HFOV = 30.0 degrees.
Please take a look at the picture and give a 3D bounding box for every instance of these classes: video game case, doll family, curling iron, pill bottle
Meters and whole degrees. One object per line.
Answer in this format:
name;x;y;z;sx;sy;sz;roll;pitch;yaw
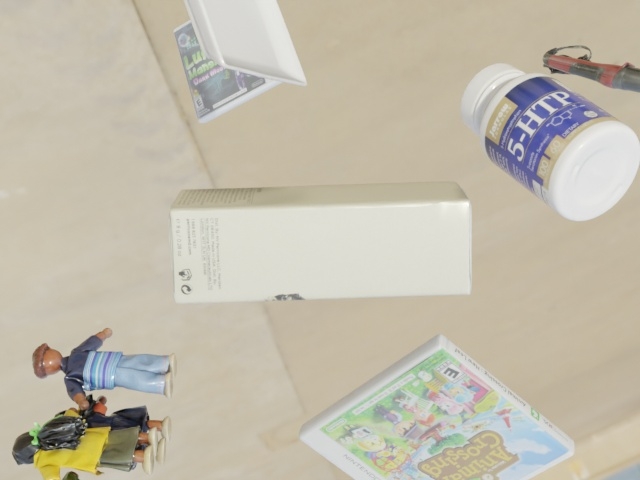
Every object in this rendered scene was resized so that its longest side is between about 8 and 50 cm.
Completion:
video game case;-0.156;-0.309;1.986;0.190;0.173;0.022;-22;169;37
video game case;0.116;0.205;1.225;0.212;0.193;0.023;-39;-158;34
doll family;-0.173;0.141;0.892;0.111;0.193;0.076;2;118;3
curling iron;0.375;-0.206;1.464;0.068;0.035;0.274;-19;-156;-26
pill bottle;0.233;-0.111;1.254;0.112;0.186;0.112;-18;129;-24

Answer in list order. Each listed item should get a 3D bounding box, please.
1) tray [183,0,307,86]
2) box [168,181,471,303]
tray;-0.091;-0.242;1.328;0.030;0.145;0.270;-21;177;17
box;0.000;0.000;1.125;0.275;0.094;0.113;-1;-168;1
